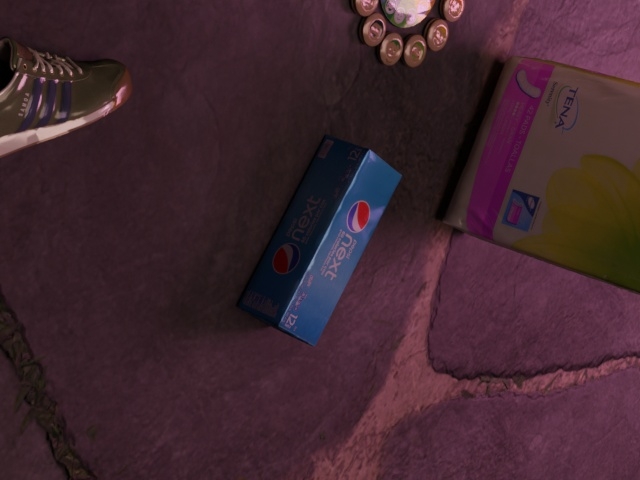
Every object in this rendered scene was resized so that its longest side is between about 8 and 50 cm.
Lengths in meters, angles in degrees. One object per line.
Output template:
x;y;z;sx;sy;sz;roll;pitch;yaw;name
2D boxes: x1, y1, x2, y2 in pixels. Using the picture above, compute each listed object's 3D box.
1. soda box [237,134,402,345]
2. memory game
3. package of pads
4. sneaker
0.000;0.000;1.477;0.071;0.067;0.210;35;81;-48;soda box
0.102;-0.278;1.508;0.186;0.012;0.186;-20;119;-40;memory game
0.315;-0.077;1.601;0.101;0.296;0.229;22;90;-56;package of pads
-0.244;-0.133;1.167;0.192;0.064;0.086;-28;130;-32;sneaker
